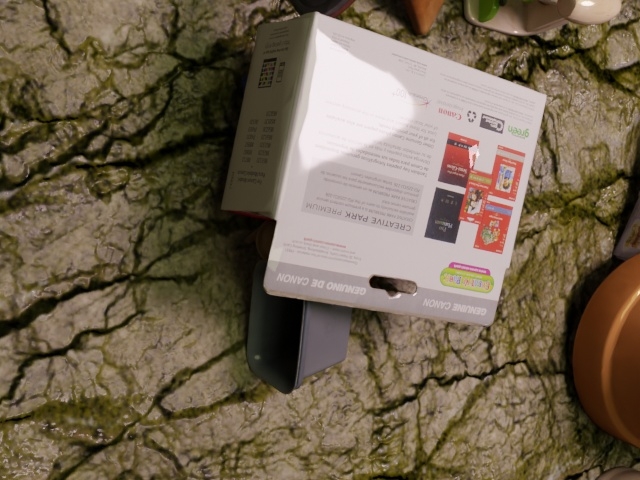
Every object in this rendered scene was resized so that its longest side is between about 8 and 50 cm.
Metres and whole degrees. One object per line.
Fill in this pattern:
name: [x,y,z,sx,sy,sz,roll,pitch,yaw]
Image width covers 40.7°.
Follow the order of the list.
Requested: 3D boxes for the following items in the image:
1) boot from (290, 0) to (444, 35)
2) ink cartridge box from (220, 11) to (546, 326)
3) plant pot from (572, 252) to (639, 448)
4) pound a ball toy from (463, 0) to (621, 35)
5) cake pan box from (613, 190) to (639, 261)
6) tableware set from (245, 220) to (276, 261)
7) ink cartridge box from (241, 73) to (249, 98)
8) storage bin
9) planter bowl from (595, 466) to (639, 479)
boot: [0.075,-0.310,0.968,0.280,0.096,0.264,42,66,-68]
ink cartridge box: [0.065,-0.064,0.931,0.310,0.130,0.271,12,90,-31]
plant pot: [0.512,0.166,1.136,0.291,0.203,0.290,-4,101,-19]
pound a ball toy: [0.298,-0.396,1.087,0.136,0.208,0.319,6,83,-29]
cake pan box: [0.586,-0.049,1.270,0.246,0.070,0.266,24,90,-25]
tableware set: [0.000,0.000,0.996,0.141,0.020,0.168,-48,113,-18]
ink cartridge box: [0.016,-0.147,1.001,0.207,0.046,0.097,-8,92,-30]
storage bin: [-0.020,0.083,0.939,0.091,0.098,0.135,-11,116,-41]
planter bowl: [0.450,0.399,1.178,0.162,0.109,0.162,3,85,-30]
